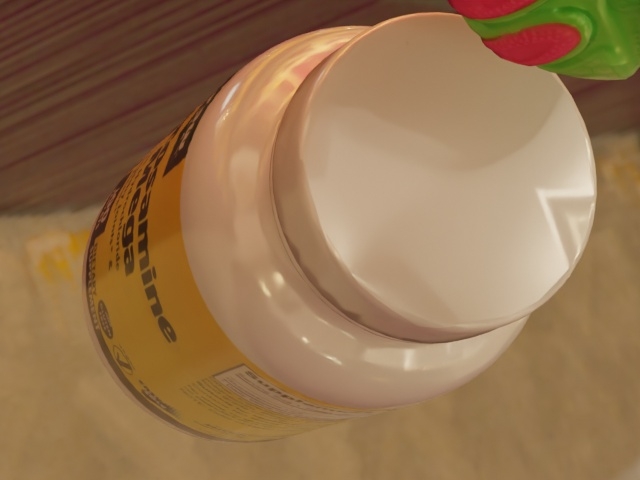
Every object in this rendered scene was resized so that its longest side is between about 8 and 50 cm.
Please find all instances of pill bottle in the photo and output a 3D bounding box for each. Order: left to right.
[{"bbox_3d":[0.000,0.000,0.886,0.187,0.334,0.188,4,77,-20],"label":"pill bottle"}]

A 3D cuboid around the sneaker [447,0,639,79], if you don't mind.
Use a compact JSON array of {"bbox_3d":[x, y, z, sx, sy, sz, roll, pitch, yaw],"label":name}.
[{"bbox_3d":[0.077,-0.273,0.582,0.483,0.185,0.202,77,17,-47],"label":"sneaker"}]
